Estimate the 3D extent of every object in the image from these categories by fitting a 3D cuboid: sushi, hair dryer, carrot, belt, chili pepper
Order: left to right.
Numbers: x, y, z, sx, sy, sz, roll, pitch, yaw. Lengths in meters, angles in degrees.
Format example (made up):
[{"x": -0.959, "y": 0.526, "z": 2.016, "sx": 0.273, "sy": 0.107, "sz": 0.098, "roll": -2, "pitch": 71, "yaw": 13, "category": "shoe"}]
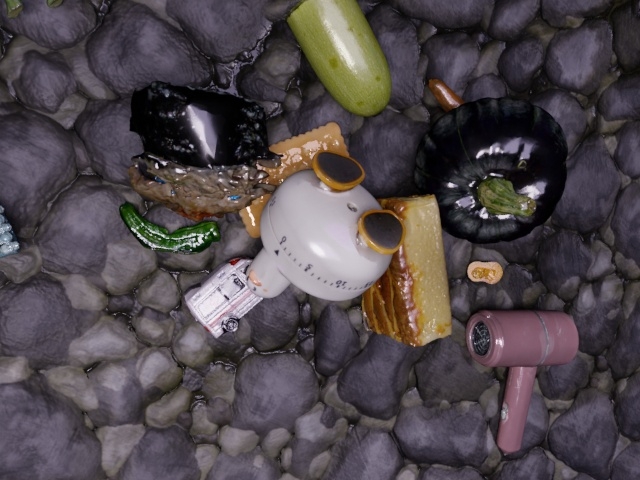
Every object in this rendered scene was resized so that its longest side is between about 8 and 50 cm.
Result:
[{"x": -0.539, "y": -0.055, "z": 0.832, "sx": 0.065, "sy": 0.100, "sz": 0.179, "roll": -25, "pitch": 99, "yaw": -19, "category": "belt"}, {"x": -0.272, "y": -0.015, "z": 0.948, "sx": 0.182, "sy": 0.050, "sz": 0.073, "roll": 12, "pitch": 97, "yaw": -16, "category": "chili pepper"}, {"x": -0.201, "y": -0.135, "z": 0.870, "sx": 0.225, "sy": 0.239, "sz": 0.218, "roll": -1, "pitch": 104, "yaw": -53, "category": "sushi"}, {"x": 0.305, "y": -0.269, "z": 1.121, "sx": 0.210, "sy": 0.061, "sz": 0.061, "roll": 39, "pitch": 82, "yaw": -12, "category": "carrot"}, {"x": 0.428, "y": 0.326, "z": 1.178, "sx": 0.211, "sy": 0.125, "sz": 0.352, "roll": 3, "pitch": 100, "yaw": -18, "category": "hair dryer"}]

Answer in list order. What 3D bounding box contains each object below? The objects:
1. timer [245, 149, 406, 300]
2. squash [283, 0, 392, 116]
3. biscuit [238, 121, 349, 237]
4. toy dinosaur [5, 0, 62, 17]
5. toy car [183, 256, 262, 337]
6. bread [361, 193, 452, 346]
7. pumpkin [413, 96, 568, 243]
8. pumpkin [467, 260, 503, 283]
[{"x": 0.000, "y": 0.000, "z": 0.899, "sx": 0.234, "sy": 0.240, "sz": 0.233, "roll": 23, "pitch": 43, "yaw": -23, "category": "timer"}, {"x": 0.052, "y": -0.343, "z": 0.988, "sx": 0.133, "sy": 0.132, "sz": 0.247, "roll": -37, "pitch": 103, "yaw": -13, "category": "squash"}, {"x": -0.050, "y": -0.119, "z": 1.022, "sx": 0.250, "sy": 0.030, "sz": 0.160, "roll": -23, "pitch": 101, "yaw": -15, "category": "biscuit"}, {"x": -0.577, "y": -0.451, "z": 0.805, "sx": 0.447, "sy": 0.087, "sz": 0.300, "roll": -43, "pitch": 98, "yaw": -13, "category": "toy dinosaur"}, {"x": -0.147, "y": 0.079, "z": 0.976, "sx": 0.210, "sy": 0.089, "sz": 0.108, "roll": -40, "pitch": 100, "yaw": -8, "category": "toy car"}, {"x": 0.150, "y": 0.050, "z": 1.023, "sx": 0.114, "sy": 0.185, "sz": 0.274, "roll": -9, "pitch": 96, "yaw": -27, "category": "bread"}, {"x": 0.321, "y": -0.118, "z": 1.009, "sx": 0.296, "sy": 0.296, "sz": 0.295, "roll": -1, "pitch": 94, "yaw": -18, "category": "pumpkin"}, {"x": 0.362, "y": 0.068, "z": 1.175, "sx": 0.084, "sy": 0.028, "sz": 0.050, "roll": 9, "pitch": 93, "yaw": -10, "category": "pumpkin"}]
